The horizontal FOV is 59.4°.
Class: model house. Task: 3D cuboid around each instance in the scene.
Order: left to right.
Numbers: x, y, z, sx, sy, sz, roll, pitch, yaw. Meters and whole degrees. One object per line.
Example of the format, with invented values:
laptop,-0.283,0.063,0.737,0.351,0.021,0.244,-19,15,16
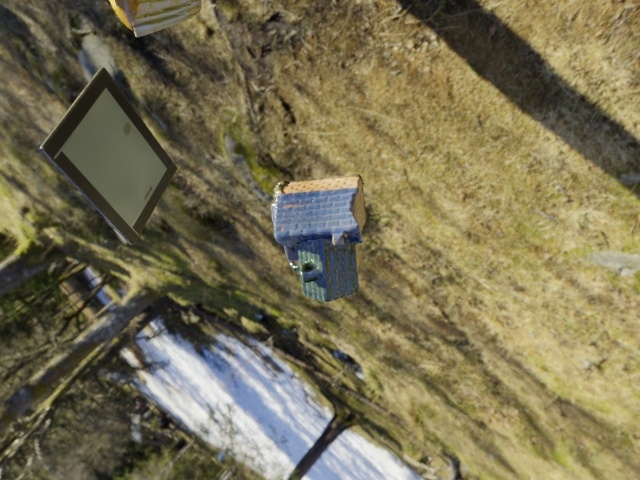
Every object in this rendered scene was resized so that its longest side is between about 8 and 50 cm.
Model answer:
model house,0.000,0.000,0.947,0.166,0.172,0.183,-6,112,6

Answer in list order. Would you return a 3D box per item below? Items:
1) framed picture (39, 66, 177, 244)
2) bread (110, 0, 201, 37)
framed picture,-0.481,-0.191,1.334,0.016,0.265,0.347,4,147,24
bread,-0.205,-0.373,0.610,0.288,0.119,0.153,99,154,-60
